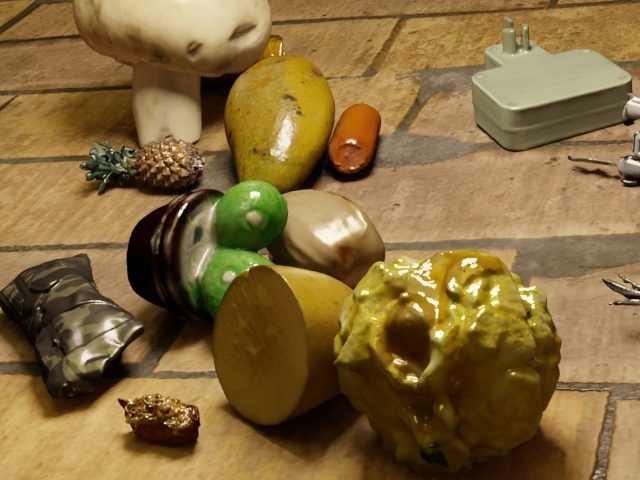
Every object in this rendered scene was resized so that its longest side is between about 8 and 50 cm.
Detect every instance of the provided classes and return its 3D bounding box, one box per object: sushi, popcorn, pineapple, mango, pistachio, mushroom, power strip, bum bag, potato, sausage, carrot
[{"bbox_3d":[-0.186,0.202,1.525,0.118,0.060,0.061,-1,33,20],"label":"sushi"},{"bbox_3d":[0.129,0.131,1.383,0.249,0.249,0.225,12,52,37],"label":"popcorn"},{"bbox_3d":[-0.287,-0.124,2.165,0.221,0.083,0.103,0,28,25],"label":"pineapple"},{"bbox_3d":[-0.069,-0.186,2.120,0.176,0.176,0.329,16,27,-8],"label":"mango"},{"bbox_3d":[0.002,-0.005,1.782,0.130,0.131,0.206,17,13,-42],"label":"pistachio"},{"bbox_3d":[-0.253,-0.374,2.338,0.353,0.353,0.325,-1,34,17],"label":"mushroom"},{"bbox_3d":[0.360,-0.271,2.171,0.230,0.141,0.261,-15,30,-11],"label":"power strip"},{"bbox_3d":[-0.335,0.099,1.744,0.144,0.095,0.340,-34,31,-11],"label":"bum bag"},{"bbox_3d":[-0.014,0.115,1.531,0.158,0.203,0.178,-5,37,-39],"label":"potato"},{"bbox_3d":[0.057,-0.168,2.142,0.076,0.076,0.197,-5,26,11],"label":"sausage"},{"bbox_3d":[-0.196,-0.347,2.536,0.302,0.114,0.114,1,29,17],"label":"carrot"}]

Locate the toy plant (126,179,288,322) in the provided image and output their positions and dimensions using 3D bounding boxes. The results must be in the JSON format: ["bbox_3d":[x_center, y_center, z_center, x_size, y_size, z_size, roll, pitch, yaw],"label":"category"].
[{"bbox_3d":[-0.135,0.027,1.726,0.235,0.218,0.175,-3,-18,33],"label":"toy plant"}]

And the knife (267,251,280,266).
[{"bbox_3d":[0.000,0.000,1.889,0.162,0.023,0.044,-20,28,-18],"label":"knife"}]

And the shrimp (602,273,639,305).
[{"bbox_3d":[0.466,0.070,1.434,0.372,0.137,0.172,26,88,36],"label":"shrimp"}]

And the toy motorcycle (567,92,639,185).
[{"bbox_3d":[0.530,-0.134,1.849,0.401,0.134,0.207,16,31,39],"label":"toy motorcycle"}]
